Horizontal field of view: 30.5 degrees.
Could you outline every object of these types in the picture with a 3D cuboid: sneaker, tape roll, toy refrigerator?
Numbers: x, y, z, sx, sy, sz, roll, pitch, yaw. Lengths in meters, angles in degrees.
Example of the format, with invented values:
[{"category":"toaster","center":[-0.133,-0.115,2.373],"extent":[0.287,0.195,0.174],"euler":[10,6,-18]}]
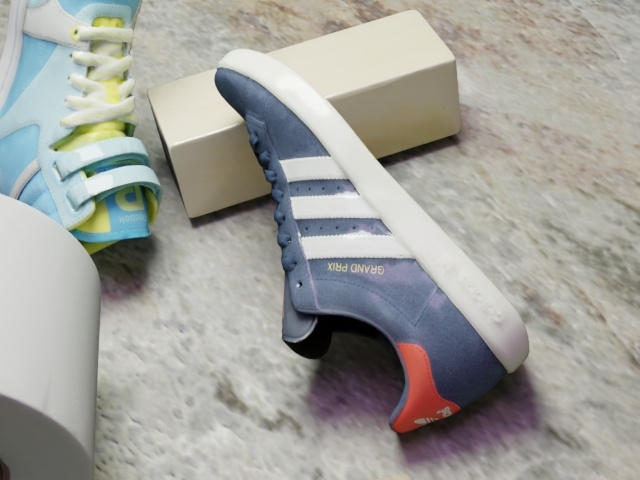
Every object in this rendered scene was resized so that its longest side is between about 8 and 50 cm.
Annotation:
[{"category":"sneaker","center":[0.000,0.000,0.925],"extent":[0.148,0.131,0.350],"euler":[-41,70,-1]},{"category":"tape roll","center":[-0.281,0.098,0.837],"extent":[0.246,0.246,0.169],"euler":[-7,47,1]},{"category":"toy refrigerator","center":[-0.014,-0.117,1.094],"extent":[0.269,0.094,0.102],"euler":[-18,42,-9]},{"category":"sneaker","center":[-0.185,-0.119,1.011],"extent":[0.127,0.319,0.208],"euler":[-8,47,-45]}]

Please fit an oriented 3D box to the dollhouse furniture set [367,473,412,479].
[{"category":"dollhouse furniture set","center":[0.045,0.263,0.674],"extent":[0.242,0.212,0.161],"euler":[-3,43,-29]}]
